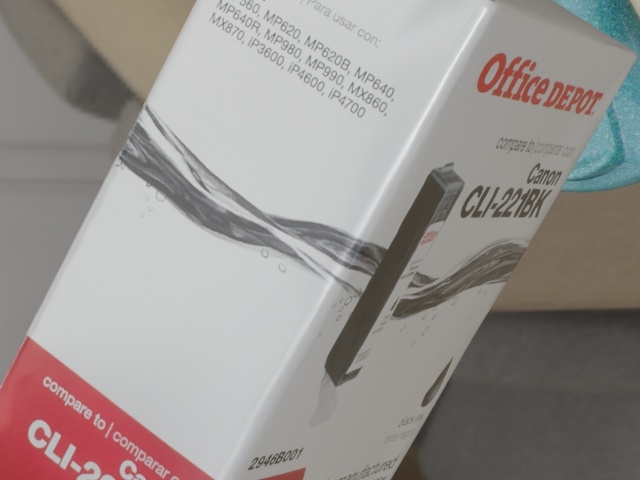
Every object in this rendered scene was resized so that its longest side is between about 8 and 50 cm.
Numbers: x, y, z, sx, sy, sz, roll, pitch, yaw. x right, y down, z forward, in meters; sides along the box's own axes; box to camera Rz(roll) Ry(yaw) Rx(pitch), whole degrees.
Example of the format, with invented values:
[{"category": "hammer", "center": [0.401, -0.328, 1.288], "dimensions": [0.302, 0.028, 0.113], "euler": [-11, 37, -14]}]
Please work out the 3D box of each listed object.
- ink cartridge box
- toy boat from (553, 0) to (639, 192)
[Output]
[{"category": "ink cartridge box", "center": [0.000, 0.000, 0.684], "dimensions": [0.114, 0.197, 0.272], "euler": [34, 104, 22]}, {"category": "toy boat", "center": [0.203, -0.150, 1.140], "dimensions": [0.318, 0.148, 0.267], "euler": [-16, 118, 49]}]
